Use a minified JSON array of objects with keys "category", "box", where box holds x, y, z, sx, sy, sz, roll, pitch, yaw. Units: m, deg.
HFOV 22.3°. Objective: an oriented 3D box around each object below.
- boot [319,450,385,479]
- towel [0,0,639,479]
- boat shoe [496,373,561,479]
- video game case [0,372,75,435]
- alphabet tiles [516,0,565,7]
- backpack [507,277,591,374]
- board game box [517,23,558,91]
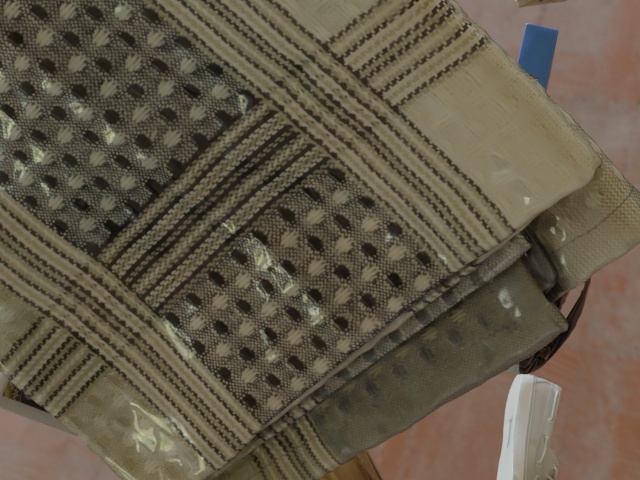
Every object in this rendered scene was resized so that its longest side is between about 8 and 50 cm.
[{"category":"boot","box":[0.048,0.279,1.261,0.089,0.269,0.236,-29,16,5]},{"category":"towel","box":[-0.065,-0.024,0.707,0.312,0.324,0.056,-39,16,29]},{"category":"boat shoe","box":[0.230,0.237,1.768,0.063,0.066,0.184,13,60,-6]},{"category":"video game case","box":[-0.135,0.041,1.100,0.022,0.173,0.190,17,81,35]},{"category":"alphabet tiles","box":[0.248,-0.207,1.065,0.237,0.198,0.009,-24,90,25]},{"category":"backpack","box":[0.178,0.030,1.468,0.115,0.152,0.182,17,80,22]},{"category":"board game box","box":[0.273,-0.166,2.186,0.047,0.160,0.210,13,82,7]}]
